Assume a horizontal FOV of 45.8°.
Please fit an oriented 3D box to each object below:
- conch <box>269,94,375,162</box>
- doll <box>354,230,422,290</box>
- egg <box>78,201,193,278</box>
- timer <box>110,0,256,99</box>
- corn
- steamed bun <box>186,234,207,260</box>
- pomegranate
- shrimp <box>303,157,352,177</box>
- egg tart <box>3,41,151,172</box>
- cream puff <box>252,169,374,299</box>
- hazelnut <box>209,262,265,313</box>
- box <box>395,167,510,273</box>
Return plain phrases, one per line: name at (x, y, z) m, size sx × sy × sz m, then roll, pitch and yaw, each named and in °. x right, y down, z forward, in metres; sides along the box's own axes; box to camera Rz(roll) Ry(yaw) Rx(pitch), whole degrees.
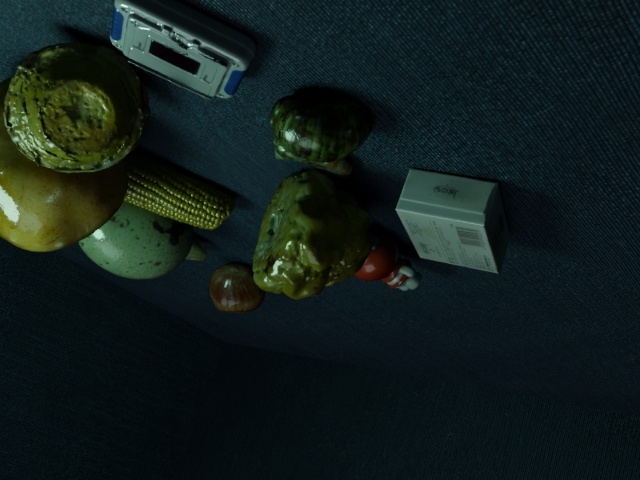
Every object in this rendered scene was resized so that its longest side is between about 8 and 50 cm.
conch at (-0.009, -0.206, 1.455) m, size 0.187 × 0.124 × 0.181 m, roll 22°, pitch 166°, yaw -33°
doll at (0.135, 0.042, 2.002) m, size 0.290 × 0.130 × 0.161 m, roll 33°, pitch 161°, yaw -19°
egg at (-0.548, -0.031, 2.228) m, size 0.379 × 0.288 × 0.287 m, roll 17°, pitch 168°, yaw -42°
timer at (-0.254, -0.351, 1.370) m, size 0.253 × 0.078 × 0.178 m, roll 24°, pitch 161°, yaw -11°
corn at (-0.428, -0.134, 2.069) m, size 0.387 × 0.144 × 0.144 m, roll 25°, pitch 161°, yaw -9°
steamed bun at (-0.520, 0.003, 2.599) m, size 0.231 × 0.111 × 0.212 m, roll 4°, pitch 173°, yaw 33°
pomegranate at (-0.660, -0.184, 1.785) m, size 0.416 × 0.417 × 0.417 m, roll 18°, pitch 162°, yaw 6°
shrimp at (-0.018, -0.178, 1.654) m, size 0.187 × 0.052 × 0.132 m, roll 27°, pitch 161°, yaw -29°
egg tart at (-0.497, -0.264, 1.555) m, size 0.294 × 0.295 × 0.116 m, roll 30°, pitch -172°, yaw -27°
cream puff at (0.000, 0.001, 1.758) m, size 0.257 × 0.291 × 0.324 m, roll 17°, pitch 176°, yaw -20°
hazelnut at (-0.303, 0.169, 2.761) m, size 0.214 × 0.176 × 0.214 m, roll -4°, pitch 132°, yaw -5°
box at (0.292, -0.038, 1.636) m, size 0.194 × 0.111 × 0.260 m, roll 12°, pitch 162°, yaw 24°
